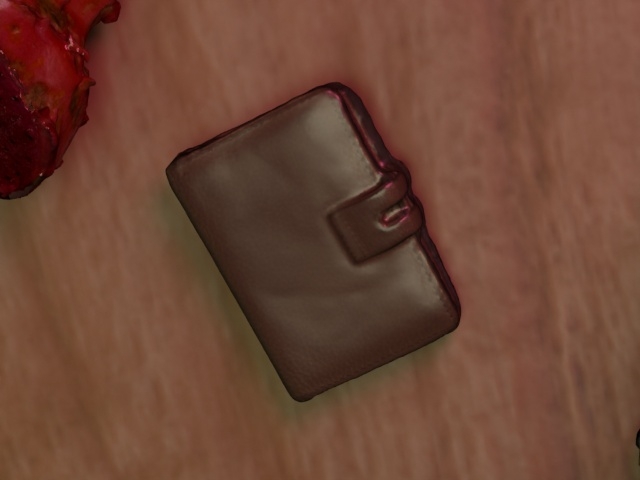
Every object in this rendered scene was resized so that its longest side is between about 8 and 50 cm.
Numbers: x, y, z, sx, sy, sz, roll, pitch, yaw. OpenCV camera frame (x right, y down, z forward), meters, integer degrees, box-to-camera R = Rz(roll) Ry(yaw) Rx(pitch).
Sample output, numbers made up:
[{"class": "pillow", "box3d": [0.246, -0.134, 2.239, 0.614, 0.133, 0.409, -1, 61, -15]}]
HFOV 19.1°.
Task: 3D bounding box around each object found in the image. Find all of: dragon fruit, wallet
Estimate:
[{"class": "dragon fruit", "box3d": [-0.166, -0.107, 1.002, 0.153, 0.111, 0.153, 30, 142, 26]}, {"class": "wallet", "box3d": [0.000, 0.000, 1.010, 0.118, 0.039, 0.152, -23, 100, 18]}]

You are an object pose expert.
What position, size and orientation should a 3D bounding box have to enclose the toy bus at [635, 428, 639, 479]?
[{"class": "toy bus", "box3d": [0.251, 0.128, 0.953, 0.175, 0.101, 0.088, 32, 107, 2]}]
